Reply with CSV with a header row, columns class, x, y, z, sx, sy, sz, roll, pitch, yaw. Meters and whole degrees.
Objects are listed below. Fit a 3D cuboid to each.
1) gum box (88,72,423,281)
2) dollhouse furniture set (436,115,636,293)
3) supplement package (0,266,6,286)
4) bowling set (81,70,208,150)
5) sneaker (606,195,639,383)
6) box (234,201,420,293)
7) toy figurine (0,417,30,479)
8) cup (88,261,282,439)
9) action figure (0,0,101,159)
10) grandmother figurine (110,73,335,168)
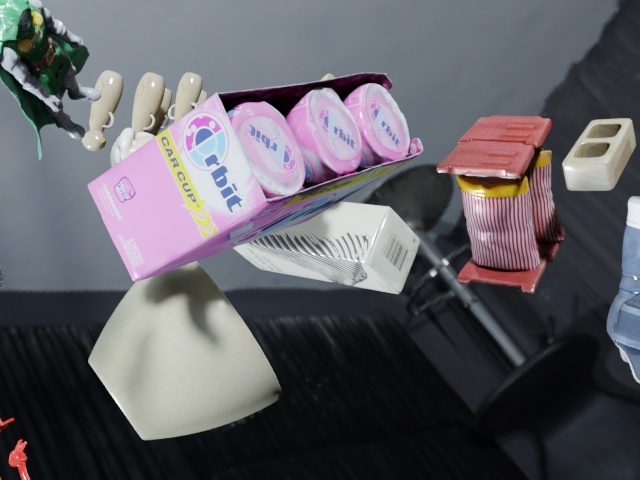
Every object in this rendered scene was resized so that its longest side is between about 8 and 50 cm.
class,x,y,z,sx,sy,sz,roll,pitch,yaw
gum box,-0.027,-0.043,0.538,0.107,0.062,0.188,-28,177,34
dollhouse furniture set,0.362,-0.044,1.192,0.152,0.374,0.201,-48,132,-41
supplement package,-0.604,0.090,1.240,0.262,0.145,0.204,34,65,-55
bowling set,-0.279,-0.210,1.674,0.199,0.287,0.154,20,82,-50
sneaker,0.345,0.063,0.723,0.086,0.226,0.164,-31,131,-79
box,0.000,0.000,1.352,0.113,0.275,0.094,42,64,-45
toy figurine,-0.498,0.337,0.966,0.217,0.191,0.362,-39,174,40
cup,-0.259,0.208,1.578,0.237,0.331,0.331,-34,147,-16
action figure,-0.279,-0.177,0.910,0.232,0.063,0.137,85,21,-75
grandmother figurine,-0.140,-0.128,1.199,0.342,0.104,0.208,-11,-165,27
